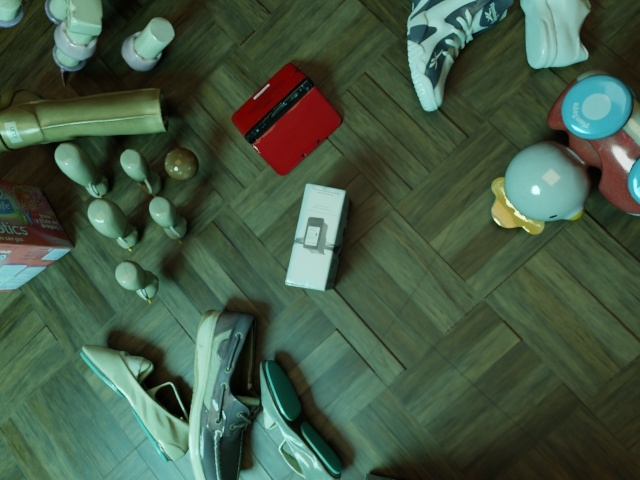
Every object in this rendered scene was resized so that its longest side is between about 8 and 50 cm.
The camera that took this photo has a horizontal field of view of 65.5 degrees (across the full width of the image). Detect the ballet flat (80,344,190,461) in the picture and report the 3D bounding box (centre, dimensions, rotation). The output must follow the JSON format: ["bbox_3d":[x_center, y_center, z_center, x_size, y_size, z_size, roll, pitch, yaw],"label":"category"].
[{"bbox_3d":[-0.291,0.247,0.824,0.086,0.086,0.248,-45,80,5],"label":"ballet flat"}]

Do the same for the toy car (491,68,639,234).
[{"bbox_3d":[0.351,-0.083,0.682,0.210,0.219,0.238,52,125,11],"label":"toy car"}]

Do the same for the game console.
[{"bbox_3d":[-0.060,-0.206,0.843,0.144,0.085,0.124,-42,47,5],"label":"game console"}]

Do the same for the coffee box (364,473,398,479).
[{"bbox_3d":[0.177,0.525,0.561,0.337,0.337,0.335,8,87,12],"label":"coffee box"}]

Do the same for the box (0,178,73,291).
[{"bbox_3d":[-0.573,-0.010,0.784,0.154,0.300,0.142,-35,81,8],"label":"box"}]

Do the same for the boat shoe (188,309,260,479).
[{"bbox_3d":[-0.141,0.250,0.774,0.092,0.103,0.286,-5,78,16],"label":"boat shoe"}]

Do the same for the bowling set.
[{"bbox_3d":[-0.279,-0.056,0.828,0.199,0.154,0.287,-26,78,-11],"label":"bowling set"}]

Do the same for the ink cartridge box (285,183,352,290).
[{"bbox_3d":[0.000,0.000,0.762,0.063,0.109,0.151,11,87,9],"label":"ink cartridge box"}]

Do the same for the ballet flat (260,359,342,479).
[{"bbox_3d":[-0.050,0.289,0.768,0.068,0.072,0.213,-38,78,14],"label":"ballet flat"}]

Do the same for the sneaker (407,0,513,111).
[{"bbox_3d":[0.214,-0.319,0.755,0.152,0.094,0.235,-4,74,20],"label":"sneaker"}]

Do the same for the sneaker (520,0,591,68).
[{"bbox_3d":[0.360,-0.366,0.749,0.094,0.080,0.212,-3,91,0],"label":"sneaker"}]

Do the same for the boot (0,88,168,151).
[{"bbox_3d":[-0.404,-0.219,0.866,0.269,0.236,0.089,-11,123,-9],"label":"boot"}]

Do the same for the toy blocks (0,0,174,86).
[{"bbox_3d":[-0.436,-0.436,0.826,0.260,0.308,0.289,-2,93,53],"label":"toy blocks"}]
